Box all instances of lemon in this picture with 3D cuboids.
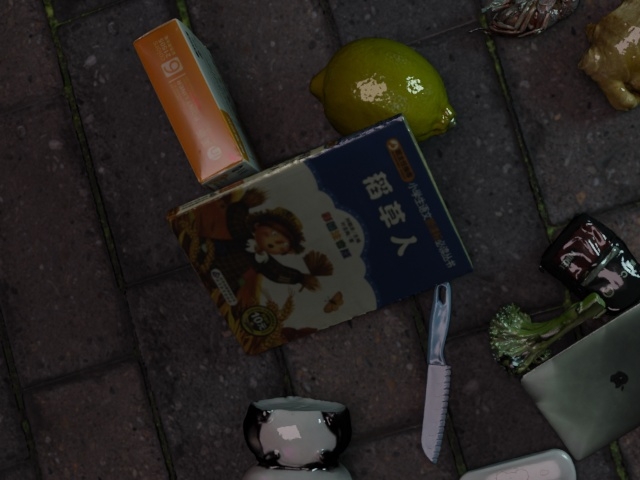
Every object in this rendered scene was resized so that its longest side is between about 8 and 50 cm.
[{"bbox_3d":[0.106,-0.239,1.865,0.248,0.184,0.184,16,91,0],"label":"lemon"}]

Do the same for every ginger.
[{"bbox_3d":[0.511,-0.321,1.811,0.157,0.102,0.216,44,97,5],"label":"ginger"}]

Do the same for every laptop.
[{"bbox_3d":[0.472,0.217,1.805,0.269,0.015,0.188,-34,105,10],"label":"laptop"}]

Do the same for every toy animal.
[{"bbox_3d":[-0.038,0.379,1.876,0.187,0.165,0.235,2,85,-4],"label":"toy animal"}]

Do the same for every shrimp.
[{"bbox_3d":[0.332,-0.372,1.875,0.190,0.075,0.073,-14,117,22],"label":"shrimp"}]

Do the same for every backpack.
[{"bbox_3d":[0.440,0.040,1.809,0.165,0.106,0.120,37,92,15],"label":"backpack"}]

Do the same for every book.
[{"bbox_3d":[0.000,0.000,1.873,0.427,0.039,0.300,-22,113,14],"label":"book"}]

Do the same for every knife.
[{"bbox_3d":[0.197,0.217,1.907,0.044,0.019,0.313,5,91,11],"label":"knife"}]

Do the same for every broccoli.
[{"bbox_3d":[0.361,0.139,1.806,0.204,0.118,0.122,-30,74,29],"label":"broccoli"}]

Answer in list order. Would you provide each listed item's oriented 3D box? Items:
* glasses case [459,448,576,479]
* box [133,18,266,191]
[{"bbox_3d":[0.318,0.392,1.850,0.193,0.049,0.074,-17,83,11],"label":"glasses case"},{"bbox_3d":[-0.195,-0.213,1.915,0.091,0.221,0.274,-26,84,6],"label":"box"}]
